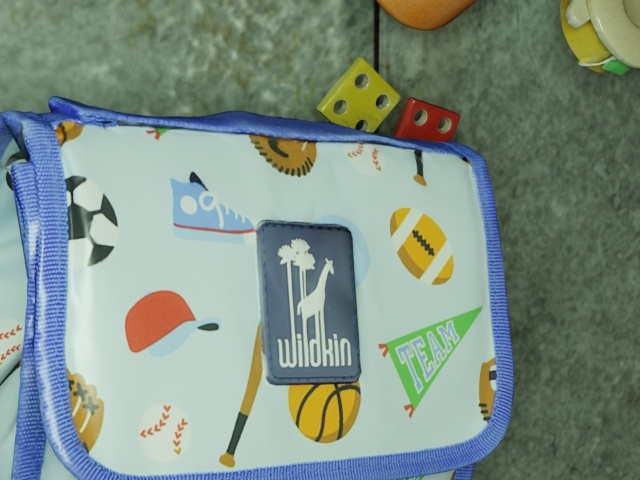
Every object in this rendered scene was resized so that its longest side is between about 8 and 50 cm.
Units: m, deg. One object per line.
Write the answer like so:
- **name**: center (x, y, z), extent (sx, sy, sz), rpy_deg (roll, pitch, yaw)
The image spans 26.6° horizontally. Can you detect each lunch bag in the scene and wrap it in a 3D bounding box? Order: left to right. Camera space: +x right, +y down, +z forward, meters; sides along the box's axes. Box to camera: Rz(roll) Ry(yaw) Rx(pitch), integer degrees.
- **lunch bag**: center (-0.073, 0.111, 0.816), extent (0.327, 0.239, 0.386), rpy_deg (2, 112, -37)

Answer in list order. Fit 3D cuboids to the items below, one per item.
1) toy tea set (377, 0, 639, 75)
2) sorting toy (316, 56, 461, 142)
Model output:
- **toy tea set**: center (0.154, -0.214, 1.005), extent (0.336, 0.124, 0.200), rpy_deg (24, 61, -32)
- **sorting toy**: center (0.000, 0.000, 0.979), extent (0.132, 0.046, 0.275), rpy_deg (11, 107, -35)
